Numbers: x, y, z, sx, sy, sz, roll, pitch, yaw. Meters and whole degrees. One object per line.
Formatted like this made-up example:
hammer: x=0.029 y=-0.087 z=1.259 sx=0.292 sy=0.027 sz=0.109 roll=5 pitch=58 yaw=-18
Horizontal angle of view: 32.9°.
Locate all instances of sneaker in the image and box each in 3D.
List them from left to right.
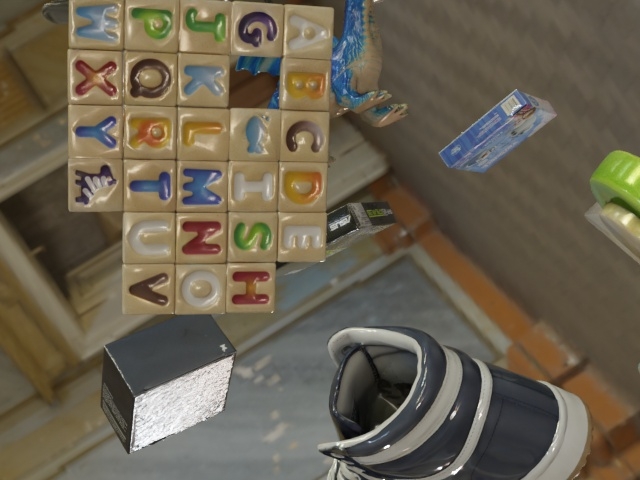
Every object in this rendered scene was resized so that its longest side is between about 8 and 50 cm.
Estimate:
sneaker: x=0.030 y=0.153 z=0.737 sx=0.153 sy=0.282 sz=0.099 roll=27 pitch=-137 yaw=-25

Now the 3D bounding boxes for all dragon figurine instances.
dragon figurine: x=-0.016 y=-0.148 z=0.988 sx=0.085 sy=0.289 sz=0.144 roll=17 pitch=-136 yaw=-60

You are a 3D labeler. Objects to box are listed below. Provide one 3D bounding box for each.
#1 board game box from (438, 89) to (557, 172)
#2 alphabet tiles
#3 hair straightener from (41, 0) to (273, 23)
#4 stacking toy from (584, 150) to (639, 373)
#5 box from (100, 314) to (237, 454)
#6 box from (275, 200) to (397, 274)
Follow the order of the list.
board game box: x=0.162 y=-0.097 z=0.983 sx=0.020 sy=0.090 sz=0.090 roll=58 pitch=-155 yaw=15
alphabet tiles: x=-0.089 y=-0.061 z=0.818 sx=0.009 sy=0.198 sz=0.237 roll=-154 pitch=64 yaw=-73
hair straightener: x=-0.149 y=-0.211 z=1.030 sx=0.047 sy=0.230 sz=0.089 roll=116 pitch=157 yaw=-78
stacking toy: x=0.284 y=0.082 z=0.867 sx=0.279 sy=0.130 sz=0.309 roll=46 pitch=180 yaw=12
box: x=-0.211 y=0.191 z=1.485 sx=0.093 sy=0.156 sz=0.158 roll=52 pitch=148 yaw=27
box: x=0.000 y=0.000 z=1.552 sx=0.045 sy=0.184 sz=0.190 roll=63 pitch=-162 yaw=6
